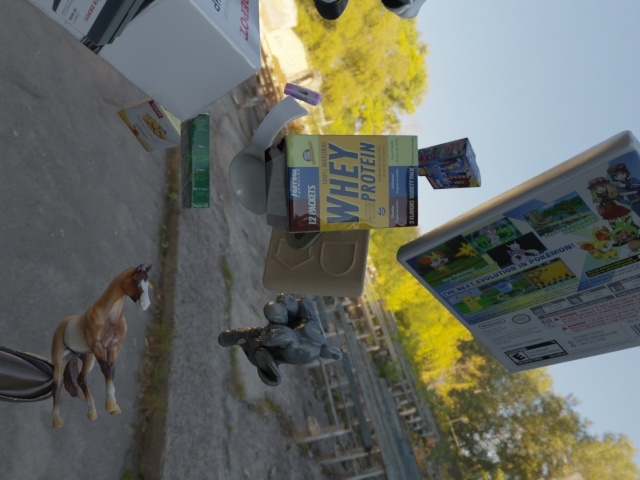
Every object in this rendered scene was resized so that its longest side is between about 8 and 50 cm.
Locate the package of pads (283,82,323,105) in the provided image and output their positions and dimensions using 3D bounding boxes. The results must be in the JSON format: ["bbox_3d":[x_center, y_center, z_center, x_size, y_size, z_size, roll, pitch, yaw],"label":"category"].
[{"bbox_3d":[-0.039,-0.335,1.045,0.050,0.083,0.032,-60,170,-68],"label":"package of pads"}]

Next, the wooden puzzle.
[{"bbox_3d":[0.000,0.000,1.427,0.080,0.321,0.348,45,50,-65],"label":"wooden puzzle"}]

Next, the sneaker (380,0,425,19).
[{"bbox_3d":[0.252,-0.653,1.047,0.110,0.292,0.118,45,23,26],"label":"sneaker"}]

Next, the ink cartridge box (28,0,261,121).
[{"bbox_3d":[-0.262,-0.401,0.601,0.395,0.166,0.286,37,38,-46],"label":"ink cartridge box"}]

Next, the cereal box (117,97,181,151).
[{"bbox_3d":[-0.568,-0.397,1.567,0.047,0.240,0.173,-56,130,-35],"label":"cereal box"}]

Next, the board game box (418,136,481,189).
[{"bbox_3d":[0.354,-0.218,1.338,0.194,0.194,0.060,37,61,-53],"label":"board game box"}]

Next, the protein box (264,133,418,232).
[{"bbox_3d":[0.023,-0.090,0.736,0.201,0.199,0.136,-161,-112,-74],"label":"protein box"}]

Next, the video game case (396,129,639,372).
[{"bbox_3d":[0.321,0.051,0.620,0.300,0.329,0.036,43,45,-16],"label":"video game case"}]

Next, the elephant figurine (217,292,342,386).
[{"bbox_3d":[-0.105,0.240,1.043,0.169,0.239,0.186,10,45,-36],"label":"elephant figurine"}]

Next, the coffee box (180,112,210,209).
[{"bbox_3d":[-0.254,-0.155,0.922,0.113,0.040,0.184,9,-81,63],"label":"coffee box"}]

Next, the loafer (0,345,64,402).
[{"bbox_3d":[-0.850,0.333,1.165,0.130,0.365,0.134,-20,-127,52],"label":"loafer"}]

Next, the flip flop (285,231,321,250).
[{"bbox_3d":[-0.020,-0.074,1.140,0.080,0.277,0.112,-12,60,-48],"label":"flip flop"}]

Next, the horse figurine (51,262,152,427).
[{"bbox_3d":[-0.310,0.151,0.619,0.066,0.263,0.175,9,62,-44],"label":"horse figurine"}]

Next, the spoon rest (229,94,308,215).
[{"bbox_3d":[-0.118,-0.161,0.928,0.137,0.084,0.276,43,-47,12],"label":"spoon rest"}]

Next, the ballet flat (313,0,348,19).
[{"bbox_3d":[0.020,-0.587,0.939,0.281,0.095,0.096,97,9,-47],"label":"ballet flat"}]
